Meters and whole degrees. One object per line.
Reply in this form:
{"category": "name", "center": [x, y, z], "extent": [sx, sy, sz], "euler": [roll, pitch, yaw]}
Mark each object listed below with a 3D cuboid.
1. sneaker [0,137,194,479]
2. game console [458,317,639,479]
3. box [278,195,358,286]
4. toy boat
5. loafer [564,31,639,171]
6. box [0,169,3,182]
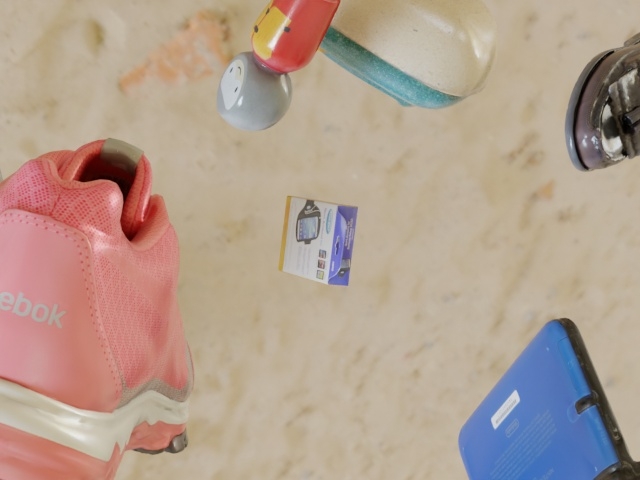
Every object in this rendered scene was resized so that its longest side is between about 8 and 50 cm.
{"category": "sneaker", "center": [-0.097, 0.024, 0.636], "extent": [0.314, 0.116, 0.136], "euler": [-117, -133, -88]}
{"category": "game console", "center": [0.286, 0.233, 1.376], "extent": [0.173, 0.250, 0.293], "euler": [-8, 152, -21]}
{"category": "box", "center": [0.000, 0.000, 1.434], "extent": [0.028, 0.136, 0.081], "euler": [6, 94, -28]}
{"category": "toy boat", "center": [0.012, -0.192, 1.278], "extent": [0.148, 0.267, 0.318], "euler": [-57, 170, 27]}
{"category": "loafer", "center": [0.359, -0.166, 1.547], "extent": [0.302, 0.095, 0.109], "euler": [-41, 121, -49]}
{"category": "box", "center": [-0.331, 0.088, 1.207], "extent": [0.058, 0.232, 0.322], "euler": [2, 145, -34]}
